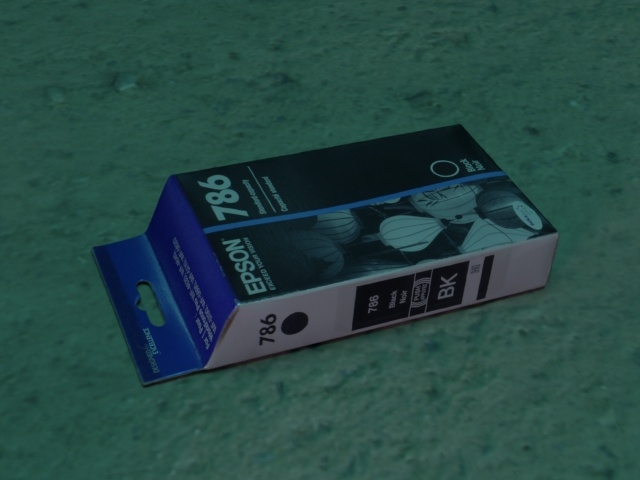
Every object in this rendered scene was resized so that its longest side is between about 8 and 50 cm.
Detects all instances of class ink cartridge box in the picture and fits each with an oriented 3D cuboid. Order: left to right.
[{"bbox_3d":[0.000,0.000,0.857,0.333,0.065,0.165,-14,43,-19],"label":"ink cartridge box"}]
